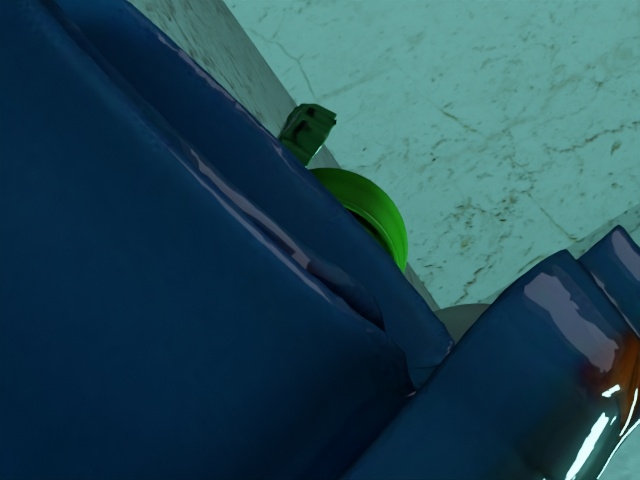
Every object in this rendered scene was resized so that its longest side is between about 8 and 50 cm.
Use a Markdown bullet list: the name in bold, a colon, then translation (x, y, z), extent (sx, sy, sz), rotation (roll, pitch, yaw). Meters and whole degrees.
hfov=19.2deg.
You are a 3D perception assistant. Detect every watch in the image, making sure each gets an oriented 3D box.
- **watch**: translation (-0.045, 0.024, 0.637), extent (0.274, 0.241, 0.305), rotation (45, 4, 5)
- **watch**: translation (0.000, 0.000, 1.413), extent (0.152, 0.165, 0.131), rotation (39, 19, -6)

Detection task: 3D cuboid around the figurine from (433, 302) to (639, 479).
- **figurine**: translation (0.104, 0.146, 1.180), extent (0.284, 0.206, 0.315), rotation (41, -9, -34)
